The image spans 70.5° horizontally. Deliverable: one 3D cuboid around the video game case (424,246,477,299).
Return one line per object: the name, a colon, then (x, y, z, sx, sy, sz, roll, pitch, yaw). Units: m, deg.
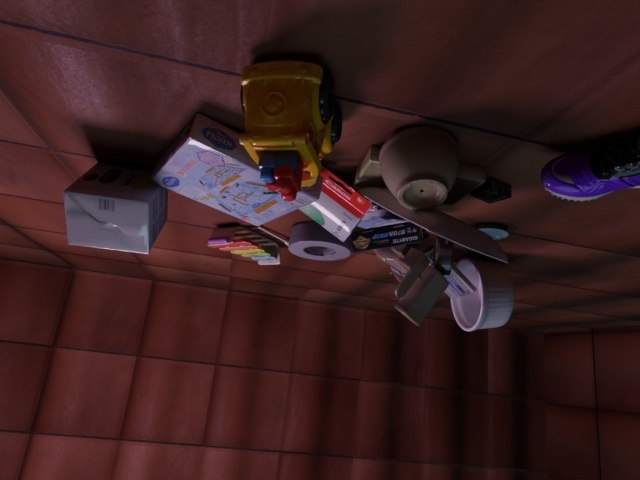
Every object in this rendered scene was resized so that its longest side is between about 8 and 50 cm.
video game case: (0.463, 0.124, 1.687, 0.212, 0.023, 0.193, 48, 165, 6)

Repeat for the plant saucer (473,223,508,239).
plant saucer: (0.508, -0.027, 1.376, 0.119, 0.021, 0.119, 5, 164, 2)

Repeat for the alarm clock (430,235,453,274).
alarm clock: (0.397, 0.036, 1.467, 0.064, 0.129, 0.192, 6, 145, 9)

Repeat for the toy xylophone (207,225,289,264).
toy xylophone: (-0.259, 0.015, 1.718, 0.236, 0.081, 0.323, -8, 159, 40)

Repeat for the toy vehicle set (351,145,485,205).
toy vehicle set: (0.220, -0.144, 1.052, 0.267, 0.035, 0.166, 9, 164, -9)

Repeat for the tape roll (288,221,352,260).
tape roll: (-0.001, 0.006, 1.581, 0.219, 0.072, 0.219, 4, 161, 1)

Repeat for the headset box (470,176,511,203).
headset box: (0.401, -0.119, 1.076, 0.083, 0.032, 0.062, 17, 161, -30)

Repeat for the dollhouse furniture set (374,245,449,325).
dollhouse furniture set: (0.226, 0.110, 1.534, 0.355, 0.174, 0.303, 32, 172, 47)

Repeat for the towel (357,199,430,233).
towel: (0.197, -0.055, 1.381, 0.285, 0.034, 0.209, 18, 161, -36)

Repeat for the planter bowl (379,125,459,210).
planter bowl: (0.199, -0.130, 0.900, 0.162, 0.109, 0.162, 2, 146, 1)

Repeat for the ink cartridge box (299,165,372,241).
ink cartridge box: (0.022, -0.092, 1.144, 0.181, 0.056, 0.224, 37, 165, 2)

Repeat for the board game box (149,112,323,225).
board game box: (-0.211, -0.148, 1.095, 0.318, 0.066, 0.319, 24, 158, -29)

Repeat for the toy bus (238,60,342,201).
toy bus: (-0.049, -0.162, 0.781, 0.149, 0.211, 0.220, 1, 165, 12)

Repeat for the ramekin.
ramekin: (0.605, 0.200, 1.702, 0.135, 0.277, 0.277, 1, 165, -8)

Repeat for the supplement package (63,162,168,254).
supplement package: (-0.513, -0.087, 1.166, 0.194, 0.149, 0.203, 8, -153, -8)

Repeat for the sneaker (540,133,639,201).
sneaker: (0.559, -0.150, 0.809, 0.293, 0.102, 0.146, -3, 158, 15)

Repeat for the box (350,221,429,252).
box: (0.192, -0.016, 1.213, 0.175, 0.051, 0.220, -9, -178, 19)

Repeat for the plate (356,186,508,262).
plate: (0.260, -0.049, 1.038, 0.277, 0.045, 0.278, 18, -167, -34)
